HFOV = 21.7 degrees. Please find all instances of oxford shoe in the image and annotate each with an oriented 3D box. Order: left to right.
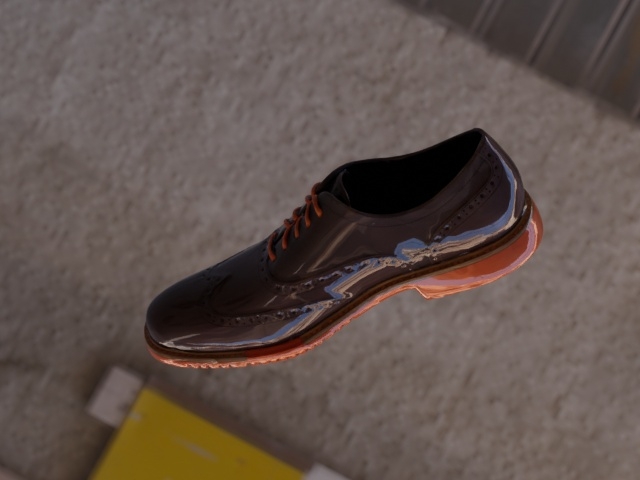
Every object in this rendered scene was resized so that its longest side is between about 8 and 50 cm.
[{"bbox_3d":[0.000,0.000,1.073,0.097,0.271,0.098,-101,166,-50],"label":"oxford shoe"}]
